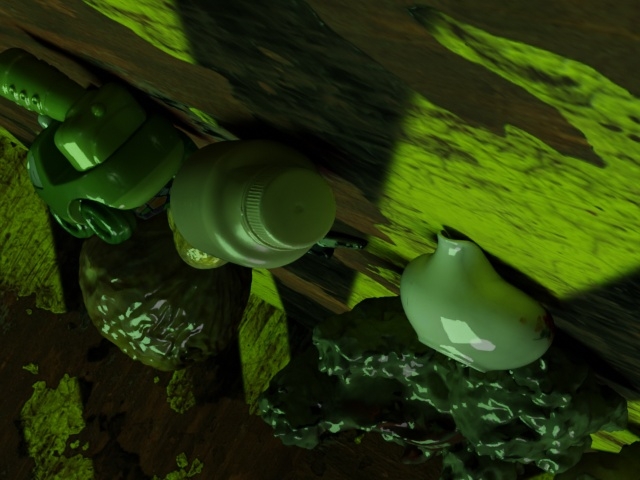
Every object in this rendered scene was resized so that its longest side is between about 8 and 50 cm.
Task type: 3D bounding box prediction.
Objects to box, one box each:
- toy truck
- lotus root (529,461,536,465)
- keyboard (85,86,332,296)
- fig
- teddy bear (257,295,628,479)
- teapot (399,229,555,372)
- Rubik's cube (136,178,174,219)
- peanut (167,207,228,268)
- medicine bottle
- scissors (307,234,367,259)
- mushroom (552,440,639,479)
[{"bbox_3d":[-0.236,-0.103,1.389,0.187,0.148,0.210,21,149,44],"label":"toy truck"},{"bbox_3d":[0.314,0.264,1.969,0.110,0.097,0.258,20,163,22],"label":"lotus root"},{"bbox_3d":[-0.116,-0.064,1.563,0.381,0.041,0.103,39,170,-11],"label":"keyboard"},{"bbox_3d":[-0.196,0.043,2.031,0.286,0.286,0.369,32,150,-21],"label":"fig"},{"bbox_3d":[0.156,0.176,1.468,0.357,0.224,0.367,24,169,-19],"label":"teddy bear"},{"bbox_3d":[0.141,0.067,1.197,0.145,0.092,0.226,27,177,32],"label":"teapot"},{"bbox_3d":[-0.223,-0.081,1.656,0.093,0.111,0.111,6,-179,-17],"label":"Rubik's cube"},{"bbox_3d":[-0.148,-0.023,1.682,0.087,0.087,0.206,32,-169,-20],"label":"peanut"},{"bbox_3d":[-0.055,-0.033,1.165,0.114,0.114,0.252,32,173,-16],"label":"medicine bottle"},{"bbox_3d":[0.000,0.000,1.614,0.109,0.022,0.300,28,175,-18],"label":"scissors"},{"bbox_3d":[0.424,0.357,1.766,0.255,0.184,0.255,32,172,5],"label":"mushroom"}]
